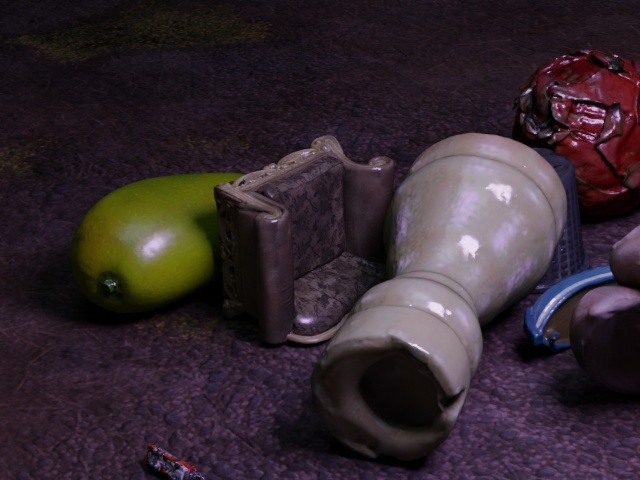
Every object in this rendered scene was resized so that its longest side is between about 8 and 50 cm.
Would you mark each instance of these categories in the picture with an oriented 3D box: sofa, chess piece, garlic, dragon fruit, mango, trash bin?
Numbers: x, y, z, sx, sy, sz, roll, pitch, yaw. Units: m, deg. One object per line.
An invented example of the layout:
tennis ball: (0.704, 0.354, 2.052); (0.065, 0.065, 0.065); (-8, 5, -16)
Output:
sofa: (0.000, 0.000, 2.049); (0.182, 0.200, 0.258); (18, 32, 39)
chess piece: (0.140, 0.069, 1.886); (0.234, 0.234, 0.442); (8, 35, 19)
garlic: (0.414, 0.084, 1.792); (0.292, 0.210, 0.237); (30, -10, -33)
dragon fruit: (0.388, -0.161, 2.262); (0.299, 0.244, 0.244); (28, 2, -43)
mango: (-0.195, -0.012, 2.137); (0.192, 0.156, 0.343); (29, 36, 32)
trash bin: (0.284, -0.038, 2.141); (0.175, 0.161, 0.175); (-2, 25, 1)

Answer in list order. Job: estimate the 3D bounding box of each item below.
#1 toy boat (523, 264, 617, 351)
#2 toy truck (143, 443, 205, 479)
toy boat: (0.349, 0.093, 1.956); (0.215, 0.088, 0.102); (-15, 33, -26)
toy truck: (-0.164, 0.253, 1.752); (0.032, 0.024, 0.083); (13, 6, -45)
